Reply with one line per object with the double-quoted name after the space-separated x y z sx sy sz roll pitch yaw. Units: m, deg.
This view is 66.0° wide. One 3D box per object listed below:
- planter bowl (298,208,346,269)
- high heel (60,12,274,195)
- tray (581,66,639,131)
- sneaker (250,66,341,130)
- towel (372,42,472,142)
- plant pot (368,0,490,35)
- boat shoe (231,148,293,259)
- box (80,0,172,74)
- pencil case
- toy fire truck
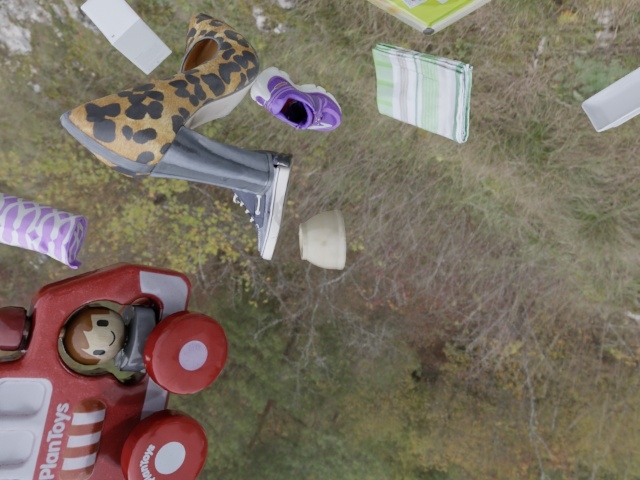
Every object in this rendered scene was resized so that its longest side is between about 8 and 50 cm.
0.000 0.000 1.312 0.109 0.162 0.162 -3 141 -7 "planter bowl"
-0.152 -0.166 0.476 0.186 0.261 0.093 9 141 -42 "high heel"
0.682 -0.321 0.998 0.270 0.145 0.030 -33 116 32 "tray"
-0.024 -0.172 0.673 0.068 0.170 0.071 -46 65 26 "sneaker"
0.134 -0.200 0.673 0.152 0.023 0.113 30 147 36 "towel"
0.155 -0.427 0.656 0.228 0.207 0.227 13 166 -35 "plant pot"
-0.181 -0.106 1.408 0.158 0.127 0.341 13 119 -1 "boat shoe"
-0.468 -0.512 1.205 0.130 0.091 0.170 49 -178 8 "box"
-0.470 -0.022 0.755 0.206 0.086 0.088 15 103 -8 "pencil case"
-0.273 0.175 0.600 0.254 0.302 0.169 13 176 -40 "toy fire truck"
